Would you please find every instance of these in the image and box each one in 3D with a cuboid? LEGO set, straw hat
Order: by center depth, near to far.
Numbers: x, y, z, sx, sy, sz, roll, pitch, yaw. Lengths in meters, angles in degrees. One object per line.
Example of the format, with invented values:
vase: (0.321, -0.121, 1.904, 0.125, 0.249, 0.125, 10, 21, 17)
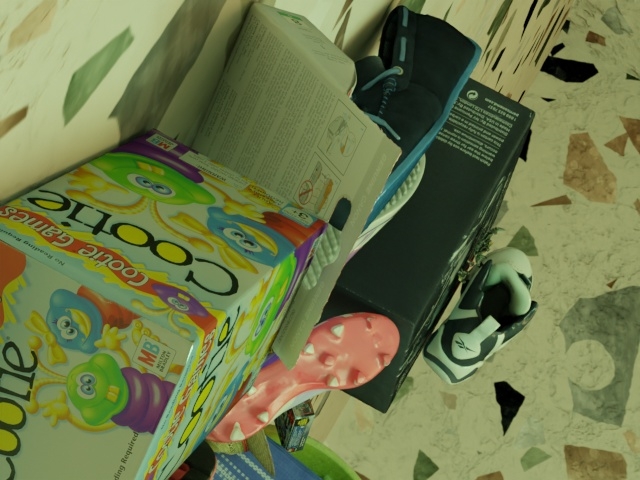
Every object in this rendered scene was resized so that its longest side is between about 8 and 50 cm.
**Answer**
straw hat: (-0.104, 0.212, 1.993, 0.061, 0.144, 0.144, -18, 161, -10)
LEGO set: (0.184, 0.012, 2.075, 0.083, 0.023, 0.054, -42, 161, -30)

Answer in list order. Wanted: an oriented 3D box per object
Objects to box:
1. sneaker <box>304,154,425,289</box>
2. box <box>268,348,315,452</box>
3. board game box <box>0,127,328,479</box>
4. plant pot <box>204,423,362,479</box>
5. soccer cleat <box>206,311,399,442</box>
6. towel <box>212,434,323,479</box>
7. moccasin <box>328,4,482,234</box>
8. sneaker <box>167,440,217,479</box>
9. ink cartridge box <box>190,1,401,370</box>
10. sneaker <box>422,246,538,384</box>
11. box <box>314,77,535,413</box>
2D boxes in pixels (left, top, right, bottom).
sneaker: (-0.001, 0.000, 1.884, 0.282, 0.102, 0.161, -46, 169, -27)
box: (-0.044, 0.173, 2.103, 0.094, 0.027, 0.137, 107, -31, -55)
board game box: (-0.117, 0.048, 1.067, 0.144, 0.142, 0.275, -65, 172, 20)
plant pot: (-0.098, 0.403, 2.141, 0.254, 0.276, 0.276, -53, -179, 43)
soccer cleat: (-0.030, 0.143, 1.908, 0.248, 0.083, 0.095, -28, -167, -23)
towel: (-0.080, 0.364, 1.969, 0.336, 0.243, 0.040, -47, 175, -48)
moccasin: (0.053, -0.121, 1.745, 0.137, 0.117, 0.342, -53, -176, 34)
sneaker: (-0.187, 0.288, 1.557, 0.136, 0.116, 0.314, -65, 172, 31)
ink cartridge box: (-0.017, -0.040, 1.244, 0.056, 0.224, 0.181, 9, 116, -38)
sneaker: (0.227, 0.063, 2.158, 0.235, 0.094, 0.153, -41, 178, -42)
box: (0.092, -0.003, 2.143, 0.312, 0.179, 0.343, -58, 171, -21)
